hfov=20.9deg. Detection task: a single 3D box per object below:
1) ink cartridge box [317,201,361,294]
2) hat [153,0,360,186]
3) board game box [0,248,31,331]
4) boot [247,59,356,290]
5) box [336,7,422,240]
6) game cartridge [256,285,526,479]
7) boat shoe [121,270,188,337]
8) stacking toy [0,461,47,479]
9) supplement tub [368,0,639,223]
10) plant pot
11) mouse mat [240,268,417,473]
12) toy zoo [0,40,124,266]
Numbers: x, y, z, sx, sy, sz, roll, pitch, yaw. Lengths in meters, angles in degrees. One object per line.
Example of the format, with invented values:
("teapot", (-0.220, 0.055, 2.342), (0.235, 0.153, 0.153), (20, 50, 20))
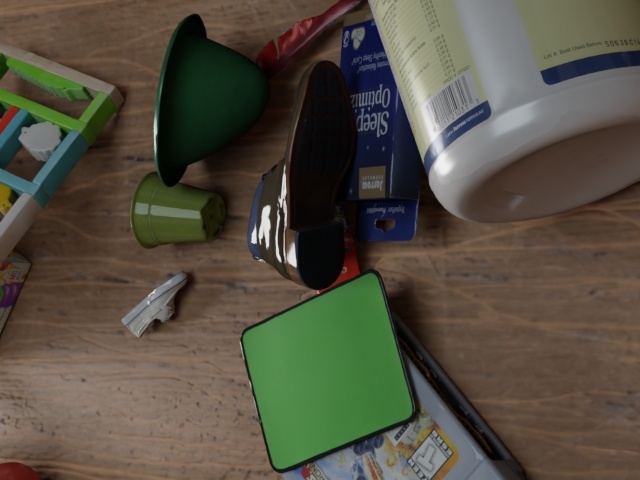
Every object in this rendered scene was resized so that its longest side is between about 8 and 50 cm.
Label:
("ink cartridge box", (0.000, 0.000, 1.739), (0.063, 0.029, 0.115), (-27, 69, 35))
("hat", (-0.058, -0.138, 1.763), (0.183, 0.173, 0.208), (10, 135, 9))
("board game box", (-0.497, 0.013, 2.071), (0.275, 0.142, 0.144), (37, 108, 35))
("boot", (-0.029, -0.068, 1.683), (0.106, 0.082, 0.219), (14, 102, 51))
("box", (0.056, -0.112, 1.666), (0.136, 0.036, 0.225), (179, 94, -66))
("game cartridge", (0.062, 0.208, 1.656), (0.198, 0.062, 0.297), (-51, 58, 19))
("boat shoe", (-0.172, 0.071, 1.875), (0.100, 0.035, 0.035), (-40, 90, 25))
("stacking toy", (-0.421, 0.374, 2.023), (0.309, 0.130, 0.279), (2, 103, 46))
("supplement tub", (0.165, -0.202, 1.489), (0.235, 0.235, 0.325), (-30, 68, 34))
("plant pot", (-0.145, -0.028, 1.837), (0.079, 0.083, 0.083), (7, 90, 26))
("mouse mat", (0.004, 0.128, 1.673), (0.189, 0.007, 0.153), (-27, 70, 36))
("toy zoo", (-0.375, -0.081, 1.945), (0.192, 0.030, 0.293), (23, 69, 32))
